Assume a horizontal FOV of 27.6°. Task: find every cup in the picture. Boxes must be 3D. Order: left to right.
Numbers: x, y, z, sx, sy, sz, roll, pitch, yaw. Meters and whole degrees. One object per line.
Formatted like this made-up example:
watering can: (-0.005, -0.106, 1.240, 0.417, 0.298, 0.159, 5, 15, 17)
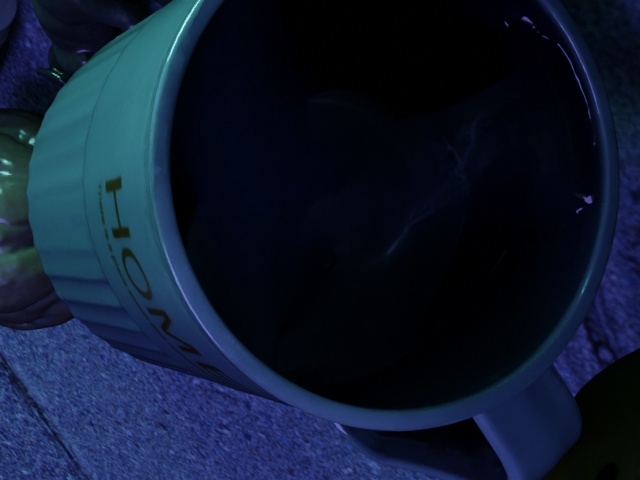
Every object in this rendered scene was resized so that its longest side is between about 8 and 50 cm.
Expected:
cup: (0.005, -0.020, 0.786, 0.331, 0.257, 0.311, 26, 169, -23)

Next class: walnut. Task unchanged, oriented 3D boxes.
walnut: (-0.280, -0.019, 1.164, 0.224, 0.224, 0.224, 29, 146, 22)

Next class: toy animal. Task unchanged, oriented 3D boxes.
toy animal: (-0.161, -0.139, 1.008, 0.137, 0.082, 0.269, 40, 152, 11)

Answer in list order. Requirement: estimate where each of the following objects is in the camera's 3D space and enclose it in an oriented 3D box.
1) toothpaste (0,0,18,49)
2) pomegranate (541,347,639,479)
toothpaste: (-0.332, -0.180, 1.184, 0.096, 0.061, 0.266, 49, 155, -12)
pomegranate: (0.255, 0.178, 0.781, 0.270, 0.254, 0.254, -24, 116, 11)
